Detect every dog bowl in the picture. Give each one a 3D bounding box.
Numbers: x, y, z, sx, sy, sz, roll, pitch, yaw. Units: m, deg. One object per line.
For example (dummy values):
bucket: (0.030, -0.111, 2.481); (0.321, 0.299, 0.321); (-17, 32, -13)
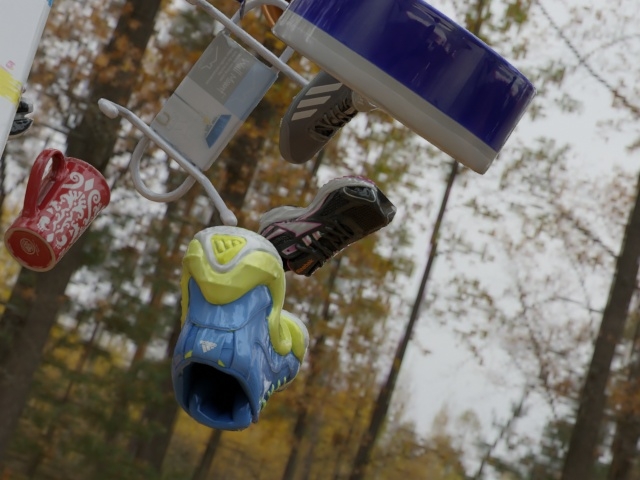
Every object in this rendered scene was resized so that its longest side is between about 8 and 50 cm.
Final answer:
dog bowl: (0.086, -0.181, 1.165); (0.264, 0.104, 0.265); (34, 7, -5)

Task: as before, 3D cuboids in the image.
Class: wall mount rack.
wall mount rack: (-0.138, -0.180, 1.577); (0.304, 0.350, 0.130); (40, 7, 22)

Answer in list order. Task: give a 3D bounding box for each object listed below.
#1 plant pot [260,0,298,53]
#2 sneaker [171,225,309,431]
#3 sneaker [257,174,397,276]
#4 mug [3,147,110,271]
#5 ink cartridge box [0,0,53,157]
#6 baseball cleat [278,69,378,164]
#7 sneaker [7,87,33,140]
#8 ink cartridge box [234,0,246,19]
plant pot: (0.040, -0.461, 2.152); (0.290, 0.291, 0.203); (16, -4, 9)
sneaker: (-0.069, 0.093, 0.844); (0.091, 0.126, 0.240); (7, -28, 12)
sneaker: (0.000, 0.000, 1.119); (0.072, 0.077, 0.178); (39, -39, -24)
mug: (-0.435, -0.051, 1.814); (0.113, 0.169, 0.150); (-20, -60, 38)
ink cartridge box: (-0.347, -0.123, 0.851); (0.197, 0.270, 0.198); (29, -43, -29)
baseball cleat: (0.021, -0.165, 1.378); (0.072, 0.206, 0.109); (13, 27, -37)
sneaker: (-0.500, -0.271, 1.613); (0.110, 0.292, 0.118); (-7, -8, -45)
ink cartridge box: (-0.097, -0.440, 1.493); (0.045, 0.224, 0.223); (11, -51, -9)
